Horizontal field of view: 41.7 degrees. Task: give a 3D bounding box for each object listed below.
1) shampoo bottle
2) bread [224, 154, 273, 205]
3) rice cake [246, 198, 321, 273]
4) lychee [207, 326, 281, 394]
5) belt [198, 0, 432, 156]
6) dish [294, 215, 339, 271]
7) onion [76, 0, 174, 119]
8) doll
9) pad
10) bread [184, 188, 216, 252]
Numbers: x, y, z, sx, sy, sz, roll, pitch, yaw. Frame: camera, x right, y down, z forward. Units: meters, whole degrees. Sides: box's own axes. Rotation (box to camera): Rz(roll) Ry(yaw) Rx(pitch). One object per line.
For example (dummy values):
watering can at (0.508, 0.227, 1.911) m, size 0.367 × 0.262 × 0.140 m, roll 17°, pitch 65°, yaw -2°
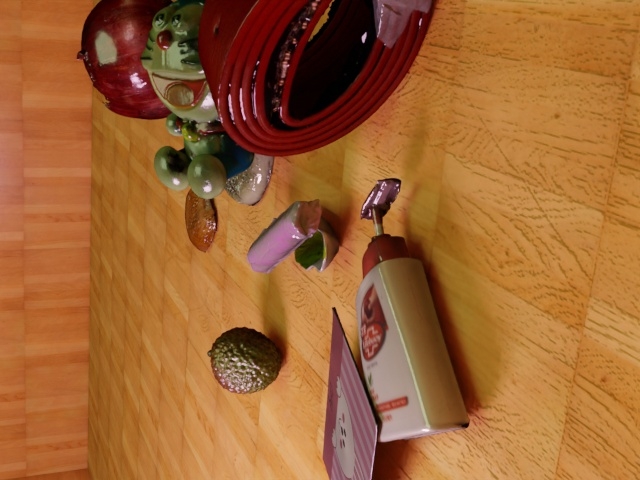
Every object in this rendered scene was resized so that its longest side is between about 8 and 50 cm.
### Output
shampoo bottle at (0.085, 0.079, 0.940) m, size 0.153 × 0.071 × 0.284 m, roll 132°, pitch 130°, yaw -64°
bread at (-0.141, -0.191, 1.485) m, size 0.267 × 0.040 × 0.267 m, roll 178°, pitch 90°, yaw -66°
rice cake at (-0.056, -0.003, 1.196) m, size 0.270 × 0.049 × 0.055 m, roll 144°, pitch 123°, yaw -67°
lychee at (-0.128, 0.197, 1.393) m, size 0.146 × 0.114 × 0.114 m, roll 0°, pitch 92°, yaw 42°
belt at (-0.004, -0.243, 0.937) m, size 0.324 × 0.227 × 0.115 m, roll -54°, pitch 45°, yaw 37°
dish at (0.000, 0.000, 1.174) m, size 0.137 × 0.039 × 0.091 m, roll -141°, pitch 53°, yaw -64°
onion at (-0.363, -0.387, 1.746) m, size 0.276 × 0.276 × 0.276 m, roll 178°, pitch 90°, yaw -67°
doll at (-0.172, -0.239, 1.302) m, size 0.198 × 0.186 × 0.321 m, roll 20°, pitch 118°, yaw 35°
pad at (0.032, 0.260, 1.073) m, size 0.202 × 0.005 × 0.299 m, roll -111°, pitch 19°, yaw -50°
bread at (-0.253, -0.050, 1.754) m, size 0.126 × 0.044 × 0.129 m, roll 124°, pitch 141°, yaw -52°
